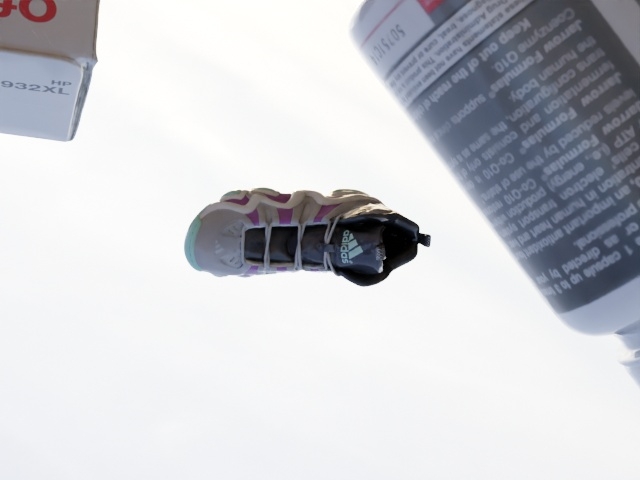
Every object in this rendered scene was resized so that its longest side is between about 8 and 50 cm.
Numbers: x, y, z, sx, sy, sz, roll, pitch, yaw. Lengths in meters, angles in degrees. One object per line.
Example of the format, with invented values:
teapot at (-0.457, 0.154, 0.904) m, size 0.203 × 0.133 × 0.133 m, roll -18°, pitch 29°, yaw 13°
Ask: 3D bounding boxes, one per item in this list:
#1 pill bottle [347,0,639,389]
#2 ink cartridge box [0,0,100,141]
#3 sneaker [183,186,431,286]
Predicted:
pill bottle at (0.158, -0.051, 0.602) m, size 0.283 × 0.161 × 0.161 m, roll 54°, pitch -160°, yaw 2°
ink cartridge box at (-0.248, -0.235, 0.700) m, size 0.223 × 0.308 × 0.129 m, roll 6°, pitch 160°, yaw -16°
sneaker at (0.000, 0.000, 0.447) m, size 0.098 × 0.038 × 0.069 m, roll -12°, pitch -161°, yaw -30°
